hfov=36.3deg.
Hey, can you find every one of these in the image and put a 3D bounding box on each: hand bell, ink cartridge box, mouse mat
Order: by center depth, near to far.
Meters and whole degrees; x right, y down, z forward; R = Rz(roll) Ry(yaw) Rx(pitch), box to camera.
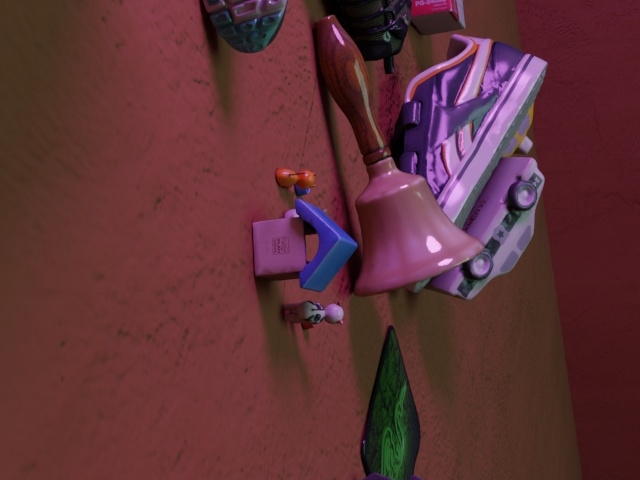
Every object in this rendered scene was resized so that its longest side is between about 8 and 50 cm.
[{"bbox_3d":[0.046,-0.084,0.874,0.242,0.126,0.126,68,19,-4],"label":"hand bell"},{"bbox_3d":[0.074,0.196,0.971,0.189,0.007,0.152,-69,148,-54],"label":"mouse mat"},{"bbox_3d":[0.146,-0.360,1.292,0.109,0.063,0.150,1,83,-72],"label":"ink cartridge box"}]

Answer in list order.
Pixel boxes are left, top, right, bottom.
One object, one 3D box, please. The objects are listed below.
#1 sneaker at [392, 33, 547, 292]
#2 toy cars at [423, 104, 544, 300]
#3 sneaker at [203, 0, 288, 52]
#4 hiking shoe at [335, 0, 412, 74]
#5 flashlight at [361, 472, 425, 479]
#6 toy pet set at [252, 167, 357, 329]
[{"bbox_3d":[0.131,-0.094,1.085,0.321,0.127,0.126,-58,169,-25],"label":"sneaker"},{"bbox_3d":[0.217,-0.074,1.210,0.087,0.176,0.393,37,41,-23],"label":"toy cars"},{"bbox_3d":[-0.044,-0.204,0.661,0.076,0.065,0.166,22,64,-74],"label":"sneaker"},{"bbox_3d":[0.050,-0.231,0.914,0.227,0.086,0.114,19,63,-71],"label":"hiking shoe"},{"bbox_3d":[0.109,0.341,0.877,0.103,0.103,0.304,-72,152,-46],"label":"flashlight"},{"bbox_3d":[0.000,0.000,0.713,0.114,0.065,0.122,22,62,-70],"label":"toy pet set"}]
